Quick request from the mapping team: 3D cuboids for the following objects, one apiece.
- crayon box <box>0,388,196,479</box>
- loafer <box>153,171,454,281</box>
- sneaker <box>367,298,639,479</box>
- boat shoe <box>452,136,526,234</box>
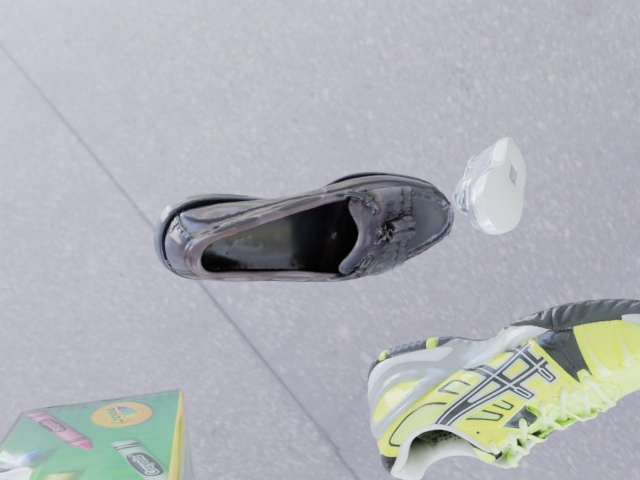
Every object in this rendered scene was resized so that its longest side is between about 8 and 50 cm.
[{"bbox_3d":[-0.079,0.168,0.392,0.081,0.278,0.165,-7,96,-5],"label":"crayon box"},{"bbox_3d":[0.000,0.000,1.037,0.095,0.303,0.109,-148,55,-63],"label":"loafer"},{"bbox_3d":[0.231,0.173,1.204,0.385,0.145,0.147,-20,50,29],"label":"sneaker"},{"bbox_3d":[0.173,-0.055,1.168,0.063,0.066,0.184,-25,24,27],"label":"boat shoe"}]
